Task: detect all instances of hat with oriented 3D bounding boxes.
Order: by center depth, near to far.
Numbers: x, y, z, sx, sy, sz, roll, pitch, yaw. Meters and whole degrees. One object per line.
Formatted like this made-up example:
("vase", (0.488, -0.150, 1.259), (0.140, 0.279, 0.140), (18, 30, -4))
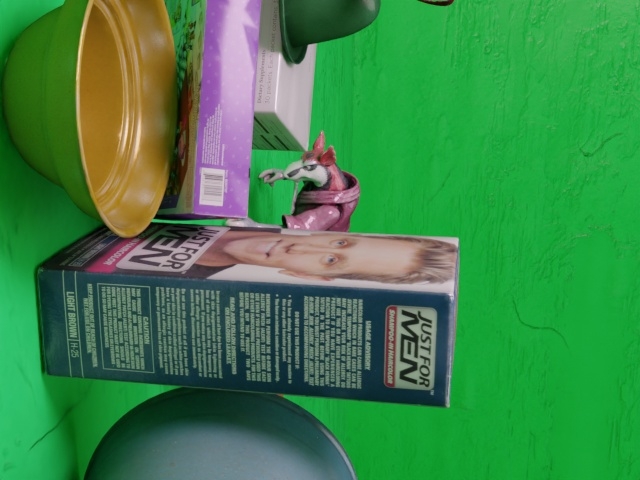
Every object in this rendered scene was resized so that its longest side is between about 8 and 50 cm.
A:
("hat", (0.059, -0.270, 0.970), (0.173, 0.184, 0.208), (79, 17, -55))

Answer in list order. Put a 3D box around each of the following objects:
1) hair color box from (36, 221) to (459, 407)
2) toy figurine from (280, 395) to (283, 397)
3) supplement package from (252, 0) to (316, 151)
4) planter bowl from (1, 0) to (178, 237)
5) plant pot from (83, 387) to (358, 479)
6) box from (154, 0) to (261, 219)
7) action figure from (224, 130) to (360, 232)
("hair color box", (-0.053, 0.056, 0.806), (0.174, 0.347, 0.105), (-59, 151, -71))
("toy figurine", (-0.101, 0.105, 1.153), (0.209, 0.148, 0.213), (81, 15, -52))
("supplement package", (-0.091, -0.256, 1.076), (0.204, 0.145, 0.261), (35, 58, -78))
("planter bowl", (-0.188, -0.112, 0.710), (0.217, 0.090, 0.217), (4, 90, -81))
("plant pot", (-0.097, 0.300, 0.752), (0.255, 0.272, 0.271), (-88, 179, -72))
("box", (-0.123, -0.166, 0.871), (0.201, 0.057, 0.293), (2, -92, 62))
("action figure", (0.000, 0.000, 1.431), (0.248, 0.276, 0.370), (-67, 173, -47))
